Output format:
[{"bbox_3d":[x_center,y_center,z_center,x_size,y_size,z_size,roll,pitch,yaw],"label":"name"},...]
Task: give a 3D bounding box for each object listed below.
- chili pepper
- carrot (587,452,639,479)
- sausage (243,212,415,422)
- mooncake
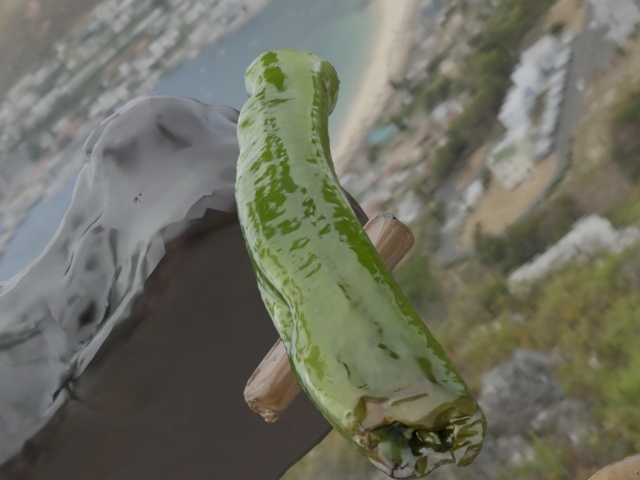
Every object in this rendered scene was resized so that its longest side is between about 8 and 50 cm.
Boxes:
[{"bbox_3d":[0.000,0.000,0.506,0.052,0.050,0.201,-35,41,15],"label":"chili pepper"},{"bbox_3d":[0.318,0.134,0.993,0.314,0.066,0.066,-23,13,-5],"label":"carrot"},{"bbox_3d":[0.004,0.037,0.701,0.116,0.026,0.026,-52,16,-17],"label":"sausage"},{"bbox_3d":[-0.128,0.076,1.172,0.381,0.350,0.212,-38,48,3],"label":"mooncake"}]
